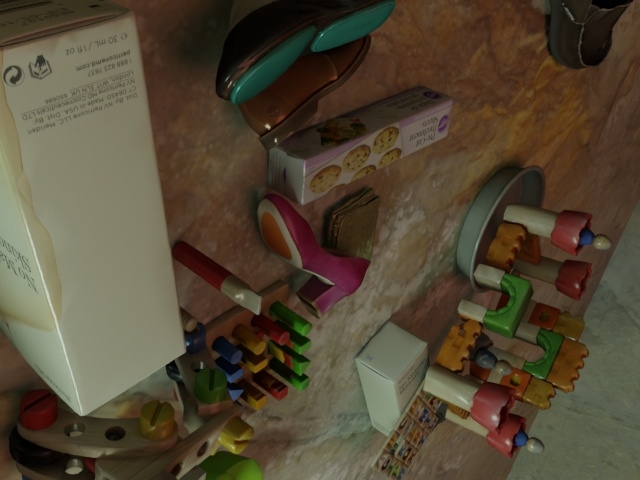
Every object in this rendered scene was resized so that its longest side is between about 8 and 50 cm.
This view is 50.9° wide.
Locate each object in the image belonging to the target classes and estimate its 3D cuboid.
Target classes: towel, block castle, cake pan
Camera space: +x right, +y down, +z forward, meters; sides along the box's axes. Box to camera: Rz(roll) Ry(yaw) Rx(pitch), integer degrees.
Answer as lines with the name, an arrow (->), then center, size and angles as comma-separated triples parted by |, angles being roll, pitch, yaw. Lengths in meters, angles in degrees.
towel -> 0.046, -0.001, 1.020 | 0.110, 0.027, 0.148 | -30, 135, -40
block castle -> 0.408, 0.182, 1.330 | 0.453, 0.212, 0.303 | -60, 149, -17
cake pan -> 0.382, -0.030, 1.432 | 0.293, 0.054, 0.293 | -33, 138, -36

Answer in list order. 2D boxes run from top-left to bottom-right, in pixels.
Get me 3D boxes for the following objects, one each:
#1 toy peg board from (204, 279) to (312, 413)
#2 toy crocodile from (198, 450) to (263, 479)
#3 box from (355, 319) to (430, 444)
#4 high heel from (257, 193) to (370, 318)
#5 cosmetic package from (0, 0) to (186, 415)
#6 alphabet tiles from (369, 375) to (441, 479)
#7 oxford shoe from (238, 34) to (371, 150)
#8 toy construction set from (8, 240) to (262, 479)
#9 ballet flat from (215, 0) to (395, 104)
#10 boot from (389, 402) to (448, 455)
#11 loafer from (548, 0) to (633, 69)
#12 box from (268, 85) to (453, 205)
toy peg board -> -0.083, 0.167, 0.923 | 0.160, 0.079, 0.161 | -30, 136, -39
toy crocodile -> -0.188, 0.386, 0.841 | 0.340, 0.115, 0.105 | -48, 125, -54
box -> 0.152, 0.288, 1.318 | 0.113, 0.094, 0.275 | -46, 145, -24
high heel -> 0.000, 0.000, 0.892 | 0.117, 0.082, 0.244 | -45, 135, -18
cosmetic package -> -0.210, -0.033, 0.529 | 0.113, 0.160, 0.310 | -31, 135, -37
alphabet tiles -> 0.192, 0.363, 1.334 | 0.237, 0.009, 0.198 | -55, 147, -11
oxford shoe -> -0.013, -0.195, 0.763 | 0.076, 0.076, 0.212 | 50, 55, -15
toy construction set -> -0.143, 0.184, 0.709 | 0.257, 0.237, 0.309 | 12, 104, -56
ballet flat -> -0.031, -0.225, 0.690 | 0.280, 0.096, 0.095 | -40, 177, -43
boot -> 0.234, 0.419, 1.564 | 0.208, 0.076, 0.190 | -29, 134, -30
loafer -> 0.494, -0.424, 1.218 | 0.134, 0.130, 0.366 | -58, 147, -4
box -> 0.064, -0.137, 0.910 | 0.324, 0.063, 0.067 | -28, 136, -41
